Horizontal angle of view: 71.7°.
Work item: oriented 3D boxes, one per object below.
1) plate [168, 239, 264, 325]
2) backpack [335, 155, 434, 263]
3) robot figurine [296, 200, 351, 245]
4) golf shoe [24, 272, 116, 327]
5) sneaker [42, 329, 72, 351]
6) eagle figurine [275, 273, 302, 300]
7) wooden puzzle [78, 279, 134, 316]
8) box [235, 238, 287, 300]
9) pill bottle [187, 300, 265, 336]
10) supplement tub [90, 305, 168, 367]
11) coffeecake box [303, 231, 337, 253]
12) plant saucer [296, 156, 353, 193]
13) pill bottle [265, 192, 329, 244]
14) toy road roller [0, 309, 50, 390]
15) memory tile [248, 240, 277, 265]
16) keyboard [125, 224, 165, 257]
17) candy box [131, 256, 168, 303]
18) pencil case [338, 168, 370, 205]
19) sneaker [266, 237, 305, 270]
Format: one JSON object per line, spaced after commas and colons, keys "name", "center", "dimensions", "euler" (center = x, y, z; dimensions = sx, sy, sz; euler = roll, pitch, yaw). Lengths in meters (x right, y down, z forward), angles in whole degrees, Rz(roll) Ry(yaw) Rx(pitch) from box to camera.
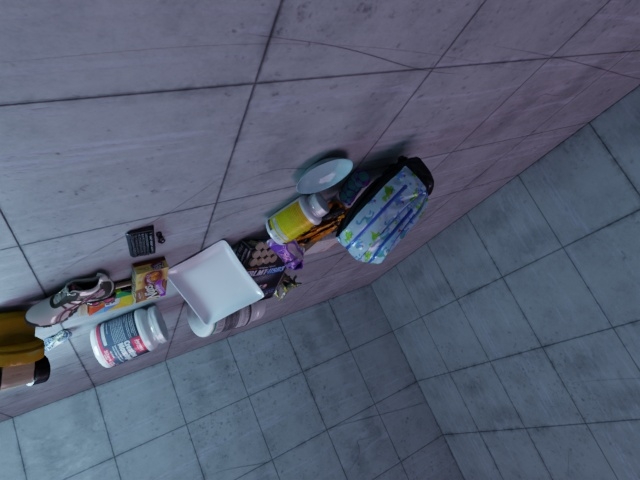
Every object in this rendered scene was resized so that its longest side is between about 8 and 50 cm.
{"name": "plate", "center": [-0.396, 0.159, 1.682], "dimensions": [0.277, 0.278, 0.045], "euler": [-28, -160, 12]}
{"name": "backpack", "center": [0.215, -0.089, 1.551], "dimensions": [0.355, 0.273, 0.290], "euler": [-33, -178, -13]}
{"name": "robot figurine", "center": [-0.003, -0.067, 1.778], "dimensions": [0.291, 0.085, 0.211], "euler": [-28, 165, 14]}
{"name": "golf shoe", "center": [-0.791, 0.176, 1.392], "dimensions": [0.273, 0.105, 0.120], "euler": [-23, 148, -22]}
{"name": "sneaker", "center": [-1.062, 0.406, 1.788], "dimensions": [0.135, 0.052, 0.058], "euler": [-26, 169, 5]}
{"name": "eagle figurine", "center": [-0.242, 0.179, 2.131], "dimensions": [0.298, 0.225, 0.226], "euler": [25, 90, -33]}
{"name": "wooden puzzle", "center": [-0.760, 0.213, 1.617], "dimensions": [0.221, 0.044, 0.238], "euler": [-14, 162, -35]}
{"name": "box", "center": [-0.259, 0.128, 1.836], "dimensions": [0.295, 0.073, 0.293], "euler": [-4, 128, -55]}
{"name": "pill bottle", "center": [-0.463, 0.349, 2.228], "dimensions": [0.204, 0.204, 0.361], "euler": [-35, 161, 34]}
{"name": "supplement tub", "center": [-0.817, 0.409, 1.907], "dimensions": [0.272, 0.191, 0.191], "euler": [-21, 165, -12]}
{"name": "coffeecake box", "center": [0.000, 0.000, 2.036], "dimensions": [0.185, 0.068, 0.142], "euler": [-11, 159, -42]}
{"name": "plant saucer", "center": [0.007, -0.213, 1.391], "dimensions": [0.195, 0.037, 0.195], "euler": [-23, 166, -6]}
{"name": "pill bottle", "center": [-0.078, -0.080, 1.551], "dimensions": [0.215, 0.117, 0.117], "euler": [-31, 164, 22]}
{"name": "toy road roller", "center": [-1.021, 0.331, 1.414], "dimensions": [0.329, 0.240, 0.202], "euler": [10, -176, 30]}
{"name": "memory tile", "center": [-0.211, 0.046, 1.727], "dimensions": [0.148, 0.012, 0.113], "euler": [-9, 128, -52]}
{"name": "keyboard", "center": [-0.521, 0.005, 1.334], "dimensions": [0.108, 0.023, 0.180], "euler": [-18, 164, -25]}
{"name": "candy box", "center": [-0.596, 0.141, 1.545], "dimensions": [0.109, 0.053, 0.187], "euler": [-14, 147, -33]}
{"name": "pencil case", "center": [0.120, -0.190, 1.585], "dimensions": [0.064, 0.070, 0.152], "euler": [-17, 164, -26]}
{"name": "sneaker", "center": [-0.124, 0.053, 1.712], "dimensions": [0.095, 0.104, 0.236], "euler": [-16, 155, 18]}
